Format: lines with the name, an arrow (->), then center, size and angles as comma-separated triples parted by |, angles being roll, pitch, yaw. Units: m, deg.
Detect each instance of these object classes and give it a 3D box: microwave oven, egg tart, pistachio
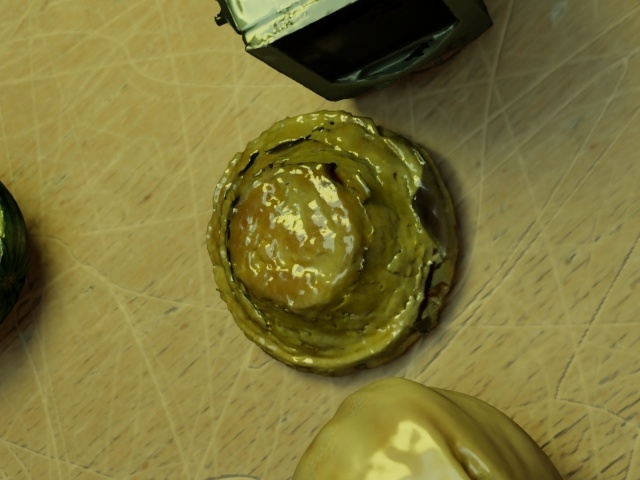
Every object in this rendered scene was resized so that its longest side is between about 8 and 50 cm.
microwave oven -> 0.001, -0.248, 1.468 | 0.181, 0.295, 0.237 | -26, 81, 11
egg tart -> 0.000, 0.000, 1.573 | 0.241, 0.106, 0.241 | -1, 86, 25
pistachio -> 0.104, 0.259, 1.419 | 0.321, 0.229, 0.238 | 66, 155, 5

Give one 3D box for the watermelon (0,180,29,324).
watermelon -> -0.371, 0.014, 1.743 | 0.232, 0.127, 0.204 | 1, 84, 25
